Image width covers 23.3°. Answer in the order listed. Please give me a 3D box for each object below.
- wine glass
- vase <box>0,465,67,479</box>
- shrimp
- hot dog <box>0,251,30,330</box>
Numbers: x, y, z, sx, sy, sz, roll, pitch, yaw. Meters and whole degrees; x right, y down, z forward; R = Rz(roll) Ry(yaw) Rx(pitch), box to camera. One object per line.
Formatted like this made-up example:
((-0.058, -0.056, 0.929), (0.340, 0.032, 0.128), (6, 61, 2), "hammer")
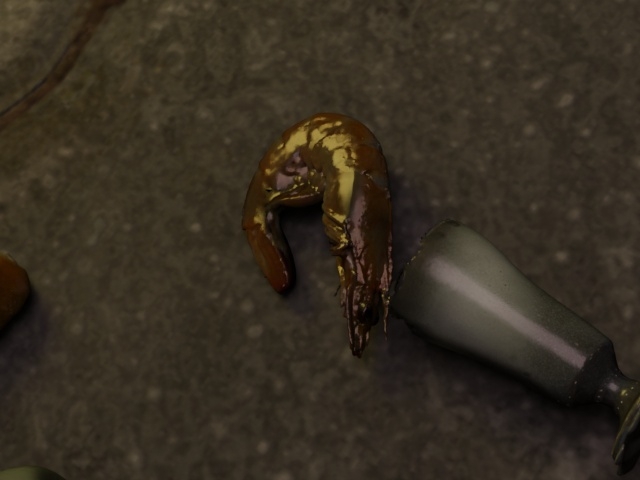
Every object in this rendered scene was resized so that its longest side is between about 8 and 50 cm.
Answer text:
((0.116, 0.055, 0.838), (0.155, 0.072, 0.072), (34, 74, 24), "wine glass")
((-0.210, 0.229, 0.796), (0.248, 0.128, 0.128), (-40, 62, 1), "vase")
((-0.003, -0.003, 0.908), (0.095, 0.045, 0.162), (-8, 64, 8), "shrimp")
((-0.260, 0.084, 0.918), (0.066, 0.047, 0.215), (35, 75, 28), "hot dog")
